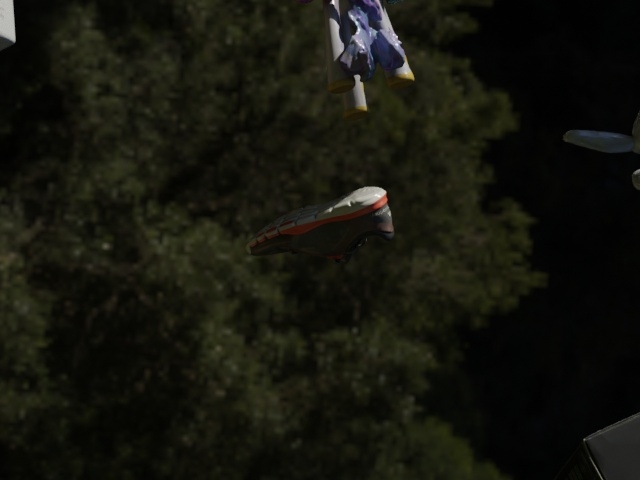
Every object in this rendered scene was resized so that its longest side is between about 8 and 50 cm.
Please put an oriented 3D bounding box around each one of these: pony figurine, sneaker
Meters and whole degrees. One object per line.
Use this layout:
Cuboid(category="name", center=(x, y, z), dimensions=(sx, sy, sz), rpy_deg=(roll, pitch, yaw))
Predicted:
Cuboid(category="pony figurine", center=(0.026, -0.380, 2.029), dimensions=(0.351, 0.303, 0.363), rpy_deg=(39, 38, -80))
Cuboid(category="sneaker", center=(0.000, 0.000, 1.416), dimensions=(0.065, 0.158, 0.061), rpy_deg=(67, 27, -13))

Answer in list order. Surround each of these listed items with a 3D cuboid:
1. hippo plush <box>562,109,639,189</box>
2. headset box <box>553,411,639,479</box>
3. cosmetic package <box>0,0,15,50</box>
Cuboid(category="hippo plush", center=(0.474, -0.092, 1.698), dimensions=(0.294, 0.234, 0.236), rpy_deg=(-43, 146, -16))
Cuboid(category="headset box", center=(0.376, 0.240, 1.468), dimensions=(0.283, 0.246, 0.131), rpy_deg=(91, -24, -69))
Cuboid(category="cosmetic package", center=(-0.389, -0.261, 1.334), dimensions=(0.151, 0.151, 0.183), rpy_deg=(18, 61, -55))
